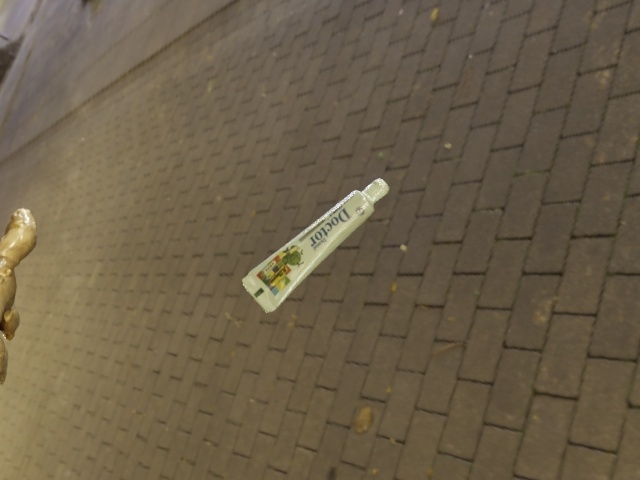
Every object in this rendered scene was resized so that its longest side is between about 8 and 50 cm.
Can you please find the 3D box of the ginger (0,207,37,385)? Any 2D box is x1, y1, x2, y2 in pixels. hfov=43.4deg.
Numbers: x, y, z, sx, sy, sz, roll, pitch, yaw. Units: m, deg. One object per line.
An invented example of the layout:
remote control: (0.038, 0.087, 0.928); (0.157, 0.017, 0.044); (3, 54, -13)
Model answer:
ginger: (-0.402, 0.071, 1.010); (0.258, 0.065, 0.149); (-100, 25, -48)

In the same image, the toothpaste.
toothpaste: (0.000, 0.000, 1.162); (0.255, 0.037, 0.067); (-41, 73, -7)
